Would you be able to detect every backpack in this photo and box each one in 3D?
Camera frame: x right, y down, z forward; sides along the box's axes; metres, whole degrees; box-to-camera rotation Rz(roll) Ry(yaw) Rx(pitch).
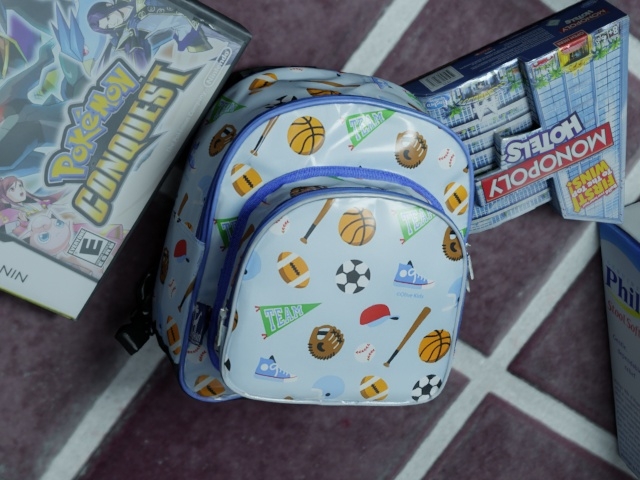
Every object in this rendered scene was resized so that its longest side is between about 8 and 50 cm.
[{"bbox_3d":[0.000,0.000,1.518,0.276,0.213,0.263,2,104,-23],"label":"backpack"}]

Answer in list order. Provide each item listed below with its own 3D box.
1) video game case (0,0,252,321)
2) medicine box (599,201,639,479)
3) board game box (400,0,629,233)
[{"bbox_3d":[-0.222,-0.097,1.457,0.248,0.035,0.275,26,102,-33],"label":"video game case"},{"bbox_3d":[0.416,0.086,1.779,0.263,0.149,0.289,-19,121,-16],"label":"medicine box"},{"bbox_3d":[0.186,-0.081,1.641,0.194,0.060,0.194,-26,122,-11],"label":"board game box"}]
